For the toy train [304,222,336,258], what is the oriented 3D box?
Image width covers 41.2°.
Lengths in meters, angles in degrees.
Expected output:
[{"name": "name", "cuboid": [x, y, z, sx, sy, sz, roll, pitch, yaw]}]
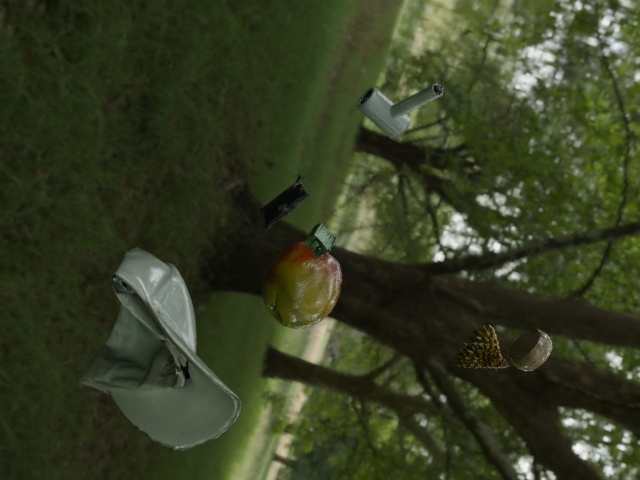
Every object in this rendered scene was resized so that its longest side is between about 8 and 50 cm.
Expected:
[{"name": "toy train", "cuboid": [0.000, 0.000, 1.821, 0.038, 0.056, 0.093, -39, -172, 23]}]

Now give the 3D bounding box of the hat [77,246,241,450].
[{"name": "hat", "cuboid": [-0.229, 0.165, 1.324, 0.168, 0.301, 0.258, -34, 158, -48]}]

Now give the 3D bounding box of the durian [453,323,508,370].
[{"name": "durian", "cuboid": [0.464, 0.328, 2.441, 0.165, 0.132, 0.182, -45, 179, 26]}]

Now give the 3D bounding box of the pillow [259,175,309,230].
[{"name": "pillow", "cuboid": [-0.094, -0.096, 2.212, 0.150, 0.048, 0.090, -39, -160, 12]}]

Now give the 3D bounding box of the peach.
[{"name": "peach", "cuboid": [-0.051, 0.120, 2.302, 0.231, 0.231, 0.231, 20, 90, -87]}]

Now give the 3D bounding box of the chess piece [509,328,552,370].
[{"name": "chess piece", "cuboid": [0.394, 0.205, 1.596, 0.083, 0.038, 0.083, -46, -169, 12]}]

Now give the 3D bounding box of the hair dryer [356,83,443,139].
[{"name": "hair dryer", "cuboid": [0.203, -0.331, 2.056, 0.236, 0.131, 0.073, -15, -138, 54]}]
